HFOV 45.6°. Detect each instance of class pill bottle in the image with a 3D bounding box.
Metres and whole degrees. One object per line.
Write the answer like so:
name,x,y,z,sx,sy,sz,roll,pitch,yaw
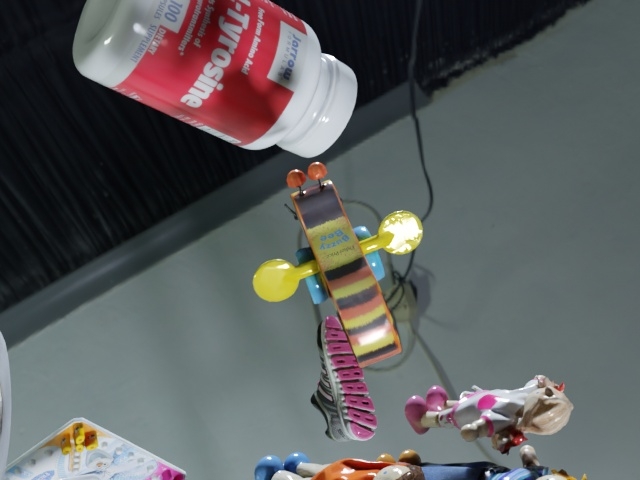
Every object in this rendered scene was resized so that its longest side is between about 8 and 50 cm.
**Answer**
pill bottle,-0.150,-0.282,1.190,0.229,0.408,0.228,-30,50,43

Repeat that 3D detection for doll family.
doll family,0.095,0.183,0.541,0.263,0.118,0.163,-14,1,-41

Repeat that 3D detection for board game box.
board game box,-0.576,0.608,1.786,0.390,0.390,0.050,-36,44,7

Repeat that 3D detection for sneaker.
sneaker,0.018,0.182,0.983,0.075,0.063,0.170,-38,56,40

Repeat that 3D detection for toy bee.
toy bee,0.000,0.000,0.901,0.195,0.162,0.298,-37,48,-17

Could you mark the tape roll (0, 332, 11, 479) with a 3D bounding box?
tape roll,-0.413,0.208,0.871,0.072,0.219,0.219,1,48,-11
